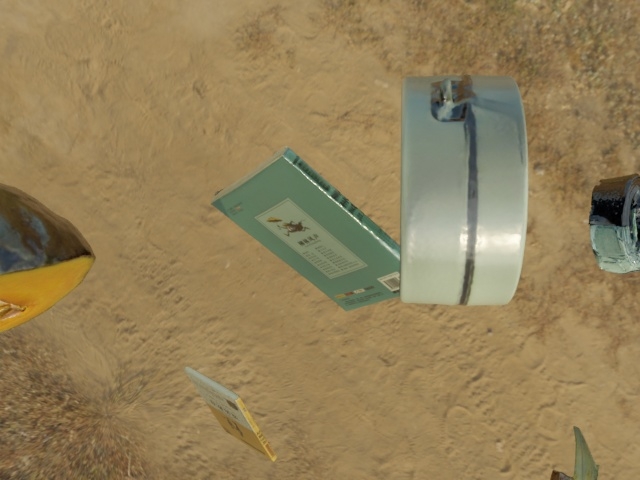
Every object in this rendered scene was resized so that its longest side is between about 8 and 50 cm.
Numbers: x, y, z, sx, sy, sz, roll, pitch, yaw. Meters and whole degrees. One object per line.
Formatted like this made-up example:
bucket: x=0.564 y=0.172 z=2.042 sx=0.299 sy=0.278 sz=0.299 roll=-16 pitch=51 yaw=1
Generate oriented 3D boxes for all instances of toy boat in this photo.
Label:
toy boat: x=0.377 y=0.368 z=0.937 sx=0.066 sy=0.065 sz=0.172 roll=11 pitch=74 yaw=30

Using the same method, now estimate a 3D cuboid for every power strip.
power strip: x=0.198 y=-0.079 z=0.915 sx=0.161 sy=0.357 sz=0.358 roll=1 pitch=73 yaw=8

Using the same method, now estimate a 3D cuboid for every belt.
belt: x=0.414 y=-0.024 z=0.851 sx=0.105 sy=0.058 sz=0.140 roll=17 pitch=76 yaw=-40

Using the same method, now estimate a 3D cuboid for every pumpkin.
pumpkin: x=-0.361 y=-0.009 z=0.713 sx=0.148 sy=0.312 sz=0.169 roll=-24 pitch=83 yaw=-32

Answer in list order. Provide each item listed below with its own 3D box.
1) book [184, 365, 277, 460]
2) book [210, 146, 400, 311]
book: x=-0.136 y=0.266 z=0.956 sx=0.012 sy=0.118 sz=0.172 roll=-47 pitch=136 yaw=-29
book: x=0.000 y=0.000 z=1.165 sx=0.379 sy=0.264 sz=0.031 roll=41 pitch=54 yaw=-22
